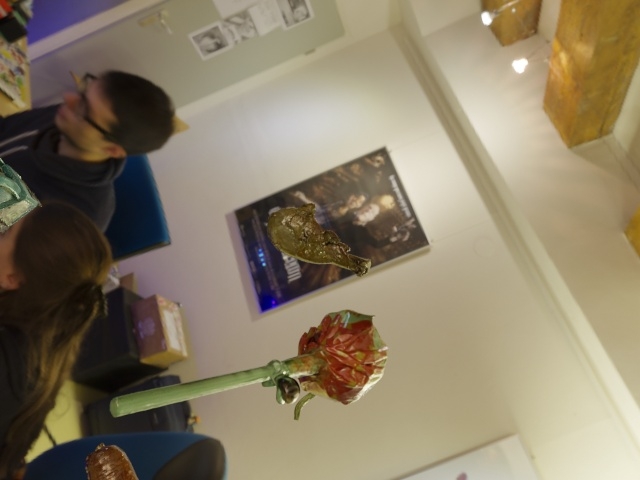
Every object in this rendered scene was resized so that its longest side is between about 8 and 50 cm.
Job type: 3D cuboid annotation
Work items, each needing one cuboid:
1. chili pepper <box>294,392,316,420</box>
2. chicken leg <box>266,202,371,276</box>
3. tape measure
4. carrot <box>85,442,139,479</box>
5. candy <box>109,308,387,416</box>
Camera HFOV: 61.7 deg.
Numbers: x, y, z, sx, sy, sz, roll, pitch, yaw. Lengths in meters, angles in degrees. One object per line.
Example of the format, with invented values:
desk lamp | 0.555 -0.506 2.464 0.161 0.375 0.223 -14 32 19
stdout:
chili pepper | -0.023 0.305 1.018 0.017 0.083 0.030 55 -10 -29
chicken leg | 0.000 0.000 0.845 0.178 0.093 0.070 29 0 13
tape measure | -0.414 -0.044 0.615 0.081 0.125 0.146 52 -12 16
carrot | -0.142 0.238 0.429 0.165 0.035 0.035 57 3 11
candy | -0.034 0.099 0.416 0.287 0.078 0.084 9 95 -56
